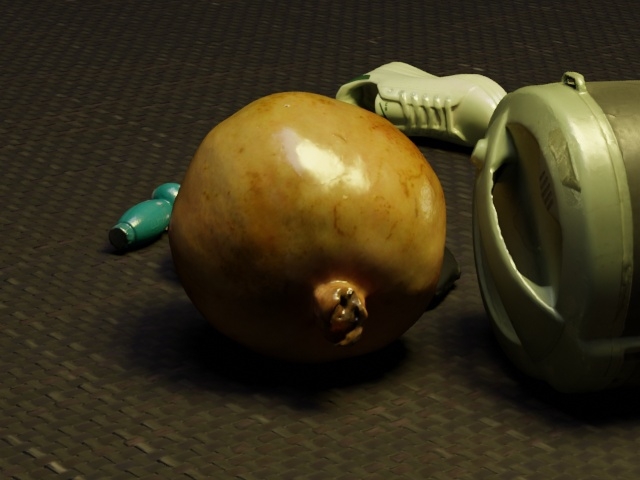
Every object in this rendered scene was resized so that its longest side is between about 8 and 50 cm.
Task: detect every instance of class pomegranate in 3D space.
[{"bbox_3d":[-0.006,0.001,1.709,0.252,0.229,0.270,23,29,-20],"label":"pomegranate"}]

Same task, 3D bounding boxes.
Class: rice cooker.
[{"bbox_3d":[0.280,-0.008,1.717,0.277,0.288,0.288,-5,21,-18],"label":"rice cooker"}]

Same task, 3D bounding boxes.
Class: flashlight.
[{"bbox_3d":[-0.180,-0.025,2.011,0.051,0.051,0.129,12,23,23],"label":"flashlight"}]

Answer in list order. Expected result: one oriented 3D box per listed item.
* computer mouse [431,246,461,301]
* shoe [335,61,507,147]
[{"bbox_3d":[0.000,-0.005,1.925,0.295,0.087,0.168,7,17,4],"label":"computer mouse"},{"bbox_3d":[0.128,-0.163,2.390,0.110,0.095,0.265,-18,23,-32],"label":"shoe"}]
